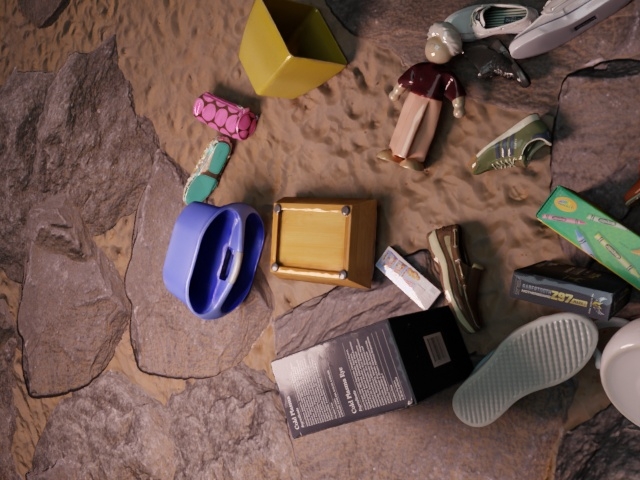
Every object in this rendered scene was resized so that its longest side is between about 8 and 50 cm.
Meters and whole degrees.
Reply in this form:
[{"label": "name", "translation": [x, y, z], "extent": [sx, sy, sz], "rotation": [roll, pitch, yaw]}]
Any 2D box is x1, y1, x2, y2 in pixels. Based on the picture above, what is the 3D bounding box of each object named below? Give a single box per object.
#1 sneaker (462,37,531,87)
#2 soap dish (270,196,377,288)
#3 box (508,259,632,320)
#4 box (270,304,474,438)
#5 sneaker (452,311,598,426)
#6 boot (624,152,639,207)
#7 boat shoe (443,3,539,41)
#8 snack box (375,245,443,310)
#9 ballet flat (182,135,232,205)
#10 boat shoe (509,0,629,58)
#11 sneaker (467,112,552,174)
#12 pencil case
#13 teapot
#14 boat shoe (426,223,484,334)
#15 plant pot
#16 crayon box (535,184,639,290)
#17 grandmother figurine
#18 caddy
[{"label": "sneaker", "translation": [0.399, -0.390, 1.442], "extent": [0.089, 0.051, 0.170], "rotation": [-39, 64, 26]}, {"label": "soap dish", "translation": [0.000, 0.000, 1.650], "extent": [0.291, 0.118, 0.229], "rotation": [4, 90, 32]}, {"label": "box", "translation": [0.498, 0.092, 1.247], "extent": [0.183, 0.233, 0.059], "rotation": [14, 102, 33]}, {"label": "box", "translation": [0.124, 0.286, 1.422], "extent": [0.312, 0.343, 0.179], "rotation": [-26, 76, 29]}, {"label": "sneaker", "translation": [0.424, 0.245, 1.328], "extent": [0.135, 0.150, 0.366], "rotation": [49, 125, 6]}, {"label": "boot", "translation": [0.654, -0.138, 1.262], "extent": [0.158, 0.059, 0.084], "rotation": [-46, 62, 14]}, {"label": "boat shoe", "translation": [0.377, -0.508, 1.444], "extent": [0.226, 0.076, 0.083], "rotation": [2, 89, 34]}, {"label": "snack box", "translation": [0.216, 0.092, 1.560], "extent": [0.178, 0.022, 0.064], "rotation": [44, 112, 27]}, {"label": "ballet flat", "translation": [-0.341, -0.213, 1.918], "extent": [0.241, 0.091, 0.077], "rotation": [-54, 32, 15]}, {"label": "boat shoe", "translation": [0.518, -0.480, 1.350], "extent": [0.258, 0.095, 0.084], "rotation": [-25, 71, 20]}, {"label": "sneaker", "translation": [0.423, -0.191, 1.407], "extent": [0.192, 0.064, 0.086], "rotation": [-39, 63, 23]}, {"label": "pencil case", "translation": [-0.284, -0.372, 1.869], "extent": [0.209, 0.095, 0.098], "rotation": [26, 137, 30]}, {"label": "teapot", "translation": [0.657, 0.228, 1.175], "extent": [0.256, 0.187, 0.252], "rotation": [49, 142, 7]}, {"label": "boat shoe", "translation": [0.327, 0.081, 1.447], "extent": [0.095, 0.095, 0.257], "rotation": [-26, 74, 24]}, {"label": "plant pot", "translation": [-0.094, -0.496, 1.691], "extent": [0.187, 0.212, 0.212], "rotation": [-41, 67, 40]}, {"label": "crayon box", "translation": [0.575, 0.005, 1.240], "extent": [0.278, 0.165, 0.081], "rotation": [42, 110, 28]}, {"label": "grandmother figurine", "translation": [0.252, -0.340, 1.498], "extent": [0.208, 0.104, 0.342], "rotation": [22, 107, 23]}, {"label": "caddy", "translation": [-0.284, 0.049, 1.766], "extent": [0.179, 0.241, 0.341], "rotation": [24, 102, 38]}]
